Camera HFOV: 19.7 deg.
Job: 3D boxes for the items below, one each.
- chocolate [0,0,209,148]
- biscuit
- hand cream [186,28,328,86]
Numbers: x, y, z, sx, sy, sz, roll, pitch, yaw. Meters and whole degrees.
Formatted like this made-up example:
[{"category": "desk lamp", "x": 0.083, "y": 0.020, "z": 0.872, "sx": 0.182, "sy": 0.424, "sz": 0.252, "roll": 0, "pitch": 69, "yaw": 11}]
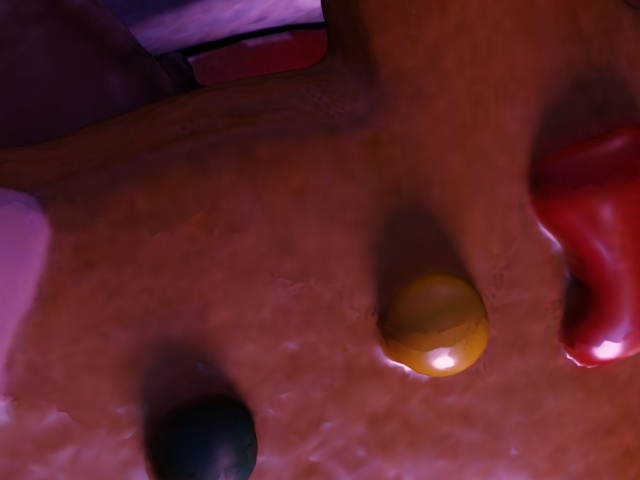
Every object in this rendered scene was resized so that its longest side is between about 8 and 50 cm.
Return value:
[{"category": "chocolate", "x": -0.060, "y": 0.028, "z": 0.620, "sx": 0.161, "sy": 0.261, "sz": 0.083, "roll": -46, "pitch": -153, "yaw": 1}, {"category": "biscuit", "x": 0.044, "y": 0.012, "z": 0.568, "sx": 0.432, "sy": 0.283, "sz": 0.064, "roll": -21, "pitch": -153, "yaw": -15}, {"category": "hand cream", "x": -0.046, "y": 0.019, "z": 0.790, "sx": 0.230, "sy": 0.149, "sz": 0.230, "roll": -19, "pitch": 168, "yaw": -4}]
